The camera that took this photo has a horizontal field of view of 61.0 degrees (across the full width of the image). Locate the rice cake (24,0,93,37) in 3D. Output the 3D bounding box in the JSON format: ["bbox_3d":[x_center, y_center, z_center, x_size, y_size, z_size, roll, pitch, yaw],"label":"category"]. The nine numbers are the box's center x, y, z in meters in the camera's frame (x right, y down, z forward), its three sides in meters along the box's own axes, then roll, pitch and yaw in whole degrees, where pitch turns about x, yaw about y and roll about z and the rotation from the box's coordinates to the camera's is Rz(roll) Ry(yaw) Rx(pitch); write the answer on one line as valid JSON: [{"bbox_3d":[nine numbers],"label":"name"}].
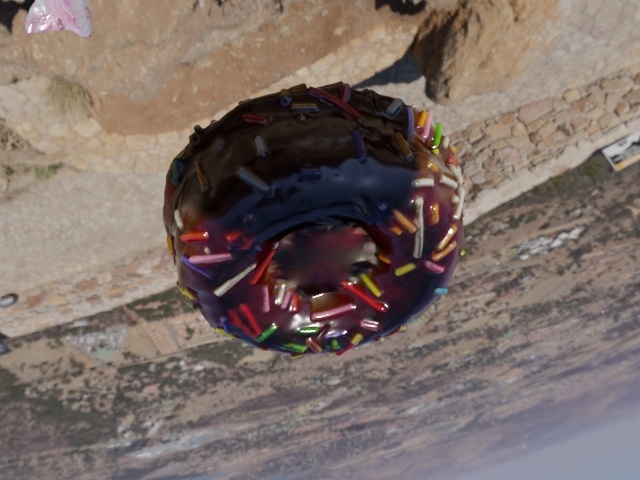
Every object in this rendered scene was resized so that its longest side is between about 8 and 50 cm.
[{"bbox_3d":[-0.295,-0.359,0.563,0.081,0.051,0.290,-44,147,-47],"label":"rice cake"}]

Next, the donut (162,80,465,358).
[{"bbox_3d":[0.000,0.000,0.398,0.235,0.089,0.235,-5,134,-5],"label":"donut"}]
